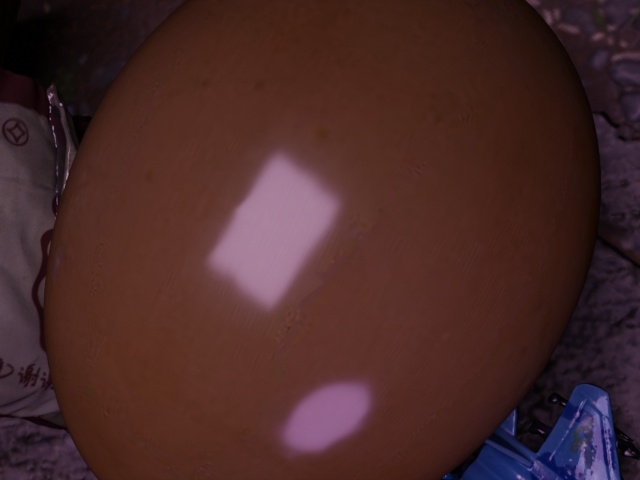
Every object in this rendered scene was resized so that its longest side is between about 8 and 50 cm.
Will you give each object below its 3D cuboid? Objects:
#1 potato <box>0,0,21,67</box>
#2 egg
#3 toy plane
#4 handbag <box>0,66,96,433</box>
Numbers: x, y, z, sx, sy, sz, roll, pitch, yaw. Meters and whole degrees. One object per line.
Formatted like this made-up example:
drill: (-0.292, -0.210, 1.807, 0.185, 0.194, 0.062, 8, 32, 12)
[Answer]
potato: (-0.323, -0.062, 0.937, 0.397, 0.290, 0.296, -27, 66, 46)
egg: (0.000, 0.000, 0.821, 0.301, 0.301, 0.374, 22, 72, 20)
toy plane: (0.171, 0.193, 0.868, 0.246, 0.078, 0.169, 36, 95, 13)
handbag: (-0.181, 0.019, 0.934, 0.127, 0.213, 0.235, 13, 86, 31)
